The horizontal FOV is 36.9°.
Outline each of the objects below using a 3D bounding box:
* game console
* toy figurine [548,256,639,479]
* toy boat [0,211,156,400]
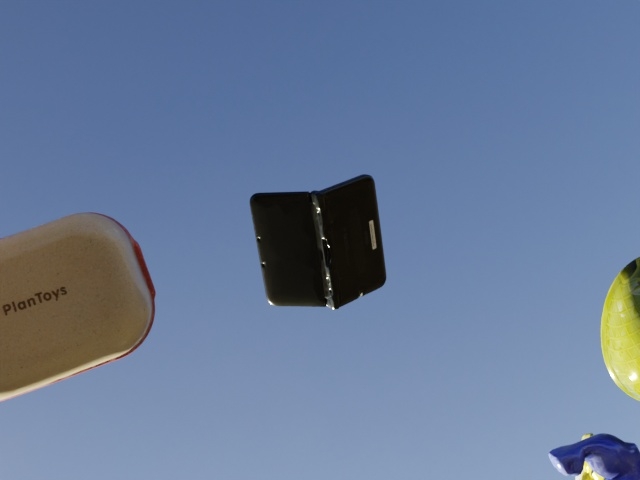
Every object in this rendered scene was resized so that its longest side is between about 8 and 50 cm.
[{"bbox_3d":[0.000,0.000,0.951,0.107,0.071,0.122,-23,-64,-33],"label":"game console"},{"bbox_3d":[0.241,0.215,0.685,0.217,0.191,0.363,-26,-54,-50],"label":"toy figurine"},{"bbox_3d":[-0.278,0.073,0.955,0.231,0.151,0.151,-19,-11,-7],"label":"toy boat"}]
